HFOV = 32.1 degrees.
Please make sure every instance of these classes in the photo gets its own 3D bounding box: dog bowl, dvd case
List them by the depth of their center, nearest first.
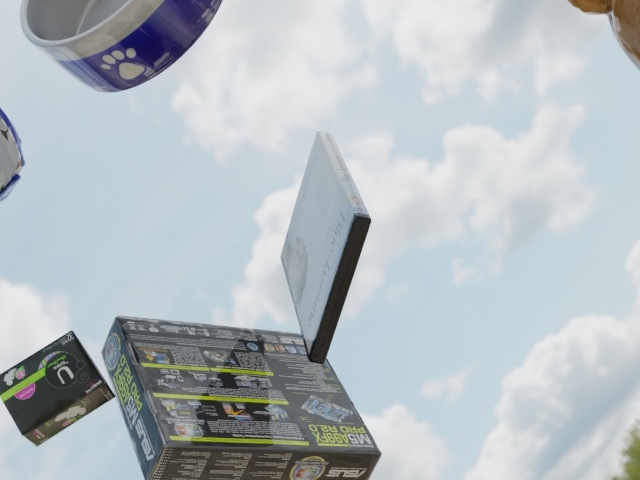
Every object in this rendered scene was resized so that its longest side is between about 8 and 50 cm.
[{"bbox_3d":[0.000,0.000,1.275,0.022,0.253,0.180,11,-66,-15],"label":"dvd case"},{"bbox_3d":[-0.245,-0.320,1.397,0.265,0.265,0.104,-49,-46,-2],"label":"dog bowl"}]

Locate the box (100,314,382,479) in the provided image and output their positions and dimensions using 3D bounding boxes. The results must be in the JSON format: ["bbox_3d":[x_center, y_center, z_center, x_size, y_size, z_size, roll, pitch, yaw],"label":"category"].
[{"bbox_3d":[-0.092,0.183,1.257,0.270,0.216,0.060,8,-59,-32],"label":"box"}]

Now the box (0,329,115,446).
[{"bbox_3d":[-0.237,0.132,0.989,0.083,0.062,0.052,-33,-19,-12],"label":"box"}]

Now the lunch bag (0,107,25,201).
[{"bbox_3d":[-0.535,-0.114,1.181,0.239,0.385,0.328,-56,8,27],"label":"lunch bag"}]

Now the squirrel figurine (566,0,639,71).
[{"bbox_3d":[0.316,-0.281,0.722,0.370,0.281,0.397,-43,-48,-10],"label":"squirrel figurine"}]
